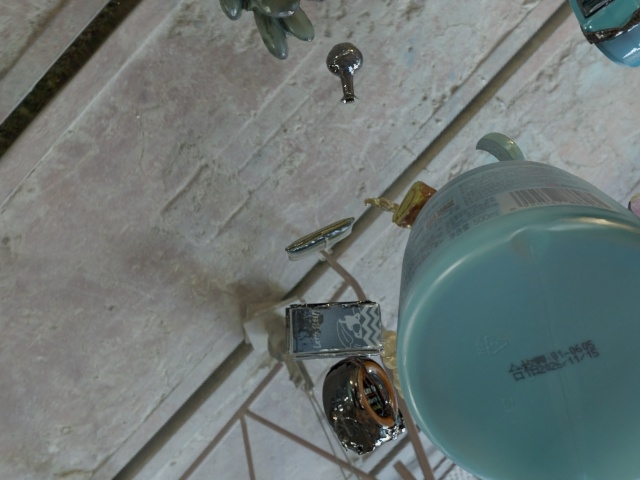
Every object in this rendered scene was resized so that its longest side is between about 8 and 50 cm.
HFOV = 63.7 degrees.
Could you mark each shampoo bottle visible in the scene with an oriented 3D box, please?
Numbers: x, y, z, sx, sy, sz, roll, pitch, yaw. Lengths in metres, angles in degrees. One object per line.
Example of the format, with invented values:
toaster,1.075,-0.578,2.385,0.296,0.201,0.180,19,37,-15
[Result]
shampoo bottle,0.267,0.081,0.664,0.331,0.342,0.331,3,107,11

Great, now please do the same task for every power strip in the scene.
power strip,0.589,-0.262,1.639,0.044,0.216,0.137,-36,160,-11

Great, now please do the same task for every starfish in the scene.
starfish,0.229,-0.102,1.660,0.138,0.247,0.050,31,89,-17

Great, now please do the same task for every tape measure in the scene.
tape measure,0.098,0.389,1.232,0.135,0.223,0.202,-30,161,31
tape measure,0.310,-0.243,0.517,0.125,0.081,0.146,32,56,-21

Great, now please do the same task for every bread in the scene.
bread,0.287,-0.059,1.298,0.172,0.103,0.132,25,107,-13

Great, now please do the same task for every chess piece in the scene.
chess piece,0.305,0.459,1.966,0.143,0.143,0.261,-32,96,-5

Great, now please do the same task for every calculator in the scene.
calculator,0.037,0.250,1.445,0.274,0.165,0.028,-2,152,0

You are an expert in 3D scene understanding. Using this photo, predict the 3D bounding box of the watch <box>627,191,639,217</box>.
watch,0.685,-0.019,0.912,0.231,0.244,0.196,-19,88,27

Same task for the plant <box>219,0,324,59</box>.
plant,-0.117,-0.387,0.738,0.274,0.149,0.146,34,107,-33

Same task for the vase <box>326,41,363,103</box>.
vase,0.083,-0.528,1.637,0.120,0.120,0.183,-8,91,-18

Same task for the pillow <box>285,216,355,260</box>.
pillow,0.000,0.000,1.465,0.208,0.212,0.052,-24,81,-4
